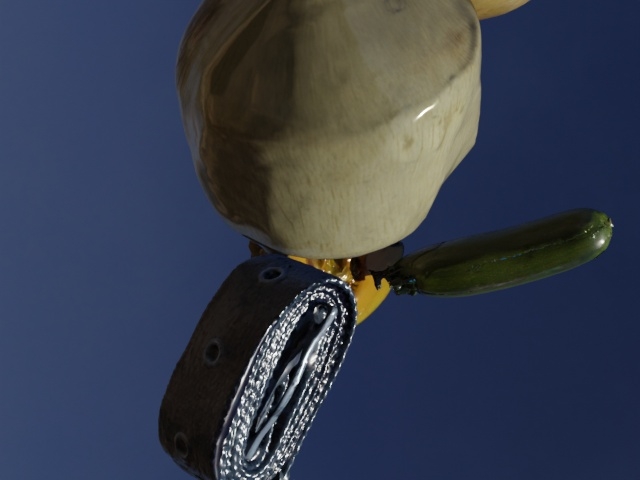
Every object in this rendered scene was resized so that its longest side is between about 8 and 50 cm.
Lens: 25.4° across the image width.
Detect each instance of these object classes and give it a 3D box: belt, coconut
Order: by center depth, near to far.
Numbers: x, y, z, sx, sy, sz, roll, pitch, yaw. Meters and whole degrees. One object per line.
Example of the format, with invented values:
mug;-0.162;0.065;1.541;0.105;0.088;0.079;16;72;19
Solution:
coconut;0.005;-0.102;0.904;0.224;0.224;0.224;-5;-96;62
belt;-0.066;0.114;1.266;0.128;0.122;0.218;25;-94;46

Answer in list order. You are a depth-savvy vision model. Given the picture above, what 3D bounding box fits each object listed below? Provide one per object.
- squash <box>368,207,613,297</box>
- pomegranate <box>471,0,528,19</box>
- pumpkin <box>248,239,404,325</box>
squash;0.231;0.026;1.900;0.087;0.331;0.087;167;-90;-90
pomegranate;0.111;-0.328;1.160;0.307;0.307;0.307;-5;-96;62
pumpkin;0.001;0.001;1.903;0.139;0.190;0.280;38;-21;32
